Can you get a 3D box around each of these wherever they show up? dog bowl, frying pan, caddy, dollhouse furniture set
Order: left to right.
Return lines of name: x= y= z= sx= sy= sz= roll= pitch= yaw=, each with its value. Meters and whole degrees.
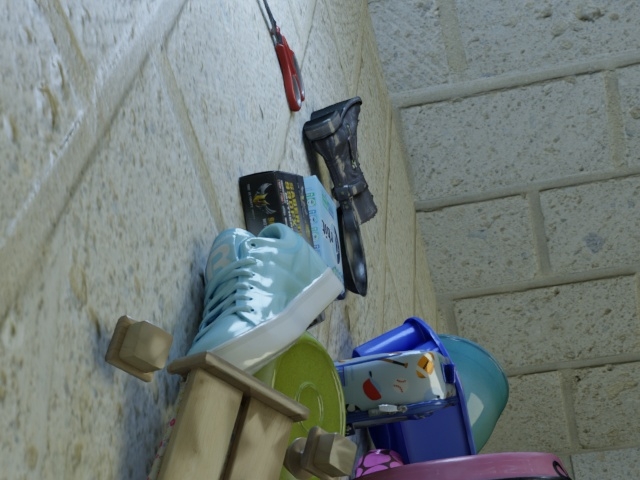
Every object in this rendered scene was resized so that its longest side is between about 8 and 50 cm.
dollhouse furniture set: x=-0.126 y=0.291 z=0.952 sx=0.355 sy=0.174 sz=0.303 roll=37 pitch=54 yaw=-32
frying pan: x=0.047 y=-0.045 z=2.044 sx=0.197 sy=0.053 sz=0.326 roll=-14 pitch=93 yaw=-79
caddy: x=0.196 y=0.315 z=1.963 sx=0.241 sy=0.179 sz=0.341 roll=-139 pitch=-147 yaw=-63
dog bowl: x=0.203 y=0.421 z=1.533 sx=0.408 sy=0.408 sz=0.150 roll=52 pitch=29 yaw=-68

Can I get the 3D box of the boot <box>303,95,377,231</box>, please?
boot: x=0.054 y=-0.148 z=1.993 sx=0.229 sy=0.091 sz=0.263 roll=67 pitch=25 yaw=-14

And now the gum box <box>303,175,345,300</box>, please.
gum box: x=0.000 y=0.000 z=1.799 sx=0.157 sy=0.041 sz=0.184 roll=52 pitch=30 yaw=-68

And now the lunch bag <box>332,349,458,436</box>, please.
lunch bag: x=0.097 y=0.233 z=1.580 sx=0.303 sy=0.243 sz=0.115 roll=30 pitch=51 yaw=-76

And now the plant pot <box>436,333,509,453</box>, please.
plant pot: x=0.258 y=0.389 z=2.260 sx=0.255 sy=0.272 sz=0.271 roll=-56 pitch=138 yaw=-53

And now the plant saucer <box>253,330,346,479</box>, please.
plant saucer: x=-0.027 y=0.219 z=1.327 sx=0.241 sy=0.037 sz=0.241 roll=31 pitch=53 yaw=-54

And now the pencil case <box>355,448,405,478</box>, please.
pencil case: x=0.098 y=0.441 z=1.796 sx=0.209 sy=0.098 sz=0.095 roll=-57 pitch=141 yaw=-77

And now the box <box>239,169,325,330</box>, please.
box: x=-0.052 y=0.017 z=1.494 sx=0.183 sy=0.056 sz=0.231 roll=-4 pitch=85 yaw=-78

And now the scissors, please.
scissors: x=-0.074 y=-0.359 z=1.793 sx=0.109 sy=0.021 sz=0.297 roll=-81 pitch=157 yaw=-51

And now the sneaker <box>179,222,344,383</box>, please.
sneaker: x=-0.094 y=0.069 z=1.166 sx=0.150 sy=0.135 sz=0.366 roll=50 pitch=19 yaw=0
